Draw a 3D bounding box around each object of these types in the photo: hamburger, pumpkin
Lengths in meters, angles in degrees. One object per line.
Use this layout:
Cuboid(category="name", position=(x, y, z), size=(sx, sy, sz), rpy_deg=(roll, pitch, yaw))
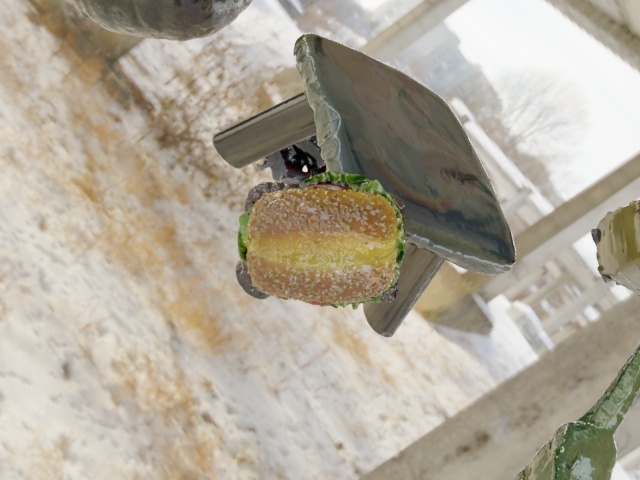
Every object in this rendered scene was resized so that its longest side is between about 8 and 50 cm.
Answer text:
Cuboid(category="hamburger", position=(0.000, 0.000, 0.873), size=(0.087, 0.166, 0.137), rpy_deg=(-66, 161, -81))
Cuboid(category="pumpkin", position=(-0.202, -0.443, 1.355), size=(0.232, 0.325, 0.242), rpy_deg=(27, -8, 19))

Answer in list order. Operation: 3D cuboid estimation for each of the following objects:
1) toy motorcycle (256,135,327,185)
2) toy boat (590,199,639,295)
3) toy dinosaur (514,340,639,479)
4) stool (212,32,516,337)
Cuboid(category="toy motorcycle", position=(-0.047, -0.103, 1.441), size=(0.122, 0.082, 0.213), rpy_deg=(29, -36, 19))
Cuboid(category="toy boat", position=(0.501, 0.029, 1.225), size=(0.445, 0.162, 0.136), rpy_deg=(16, 66, -52))
Cuboid(category="toy dinosaur", position=(0.284, 0.222, 1.004), size=(0.087, 0.447, 0.301), rpy_deg=(29, 47, 0))
Cuboid(category="stool", position=(0.049, -0.059, 1.128), size=(0.310, 0.226, 0.310), rpy_deg=(20, 41, -39))
